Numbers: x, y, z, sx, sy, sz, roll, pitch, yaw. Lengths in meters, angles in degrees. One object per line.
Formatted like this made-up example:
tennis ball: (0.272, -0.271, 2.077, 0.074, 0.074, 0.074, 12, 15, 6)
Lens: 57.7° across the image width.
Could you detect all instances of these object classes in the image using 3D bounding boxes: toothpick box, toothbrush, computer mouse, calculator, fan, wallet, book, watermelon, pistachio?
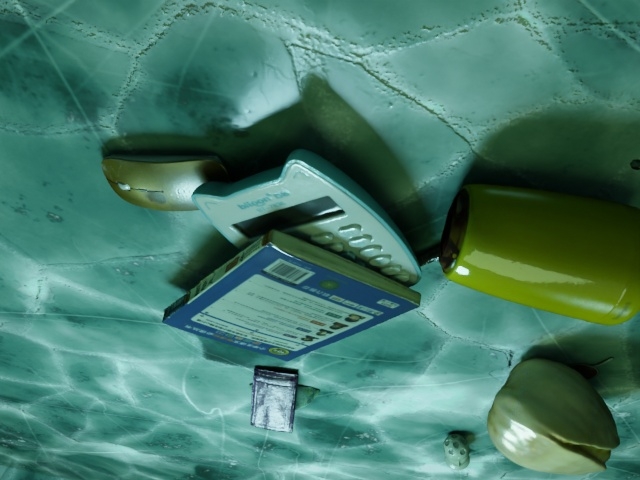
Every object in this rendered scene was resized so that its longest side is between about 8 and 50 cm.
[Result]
toothpick box: (0.308, 0.011, 0.825, 0.271, 0.175, 0.175, 12, 142, -1)
toothbrush: (0.127, 0.055, 1.023, 0.297, 0.030, 0.030, -26, 121, 36)
computer mouse: (-0.237, -0.090, 0.886, 0.199, 0.044, 0.102, 2, 139, 6)
calculator: (0.000, 0.000, 0.915, 0.256, 0.054, 0.386, -15, 139, 31)
fan: (0.573, 0.276, 1.247, 0.085, 0.005, 0.133, 25, 139, -19)
wallet: (-0.115, 0.391, 1.421, 0.111, 0.030, 0.165, 5, 106, 0)
book: (-0.071, 0.124, 1.049, 0.300, 0.039, 0.428, 24, 146, -27)
watermelon: (-0.092, 0.405, 1.488, 0.180, 0.081, 0.094, -3, 167, 21)
pistachio: (0.483, 0.374, 1.213, 0.321, 0.238, 0.229, 27, 98, -32)

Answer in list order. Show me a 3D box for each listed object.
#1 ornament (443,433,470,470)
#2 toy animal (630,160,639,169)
ornament: (0.382, 0.596, 1.625, 0.075, 0.081, 0.156, -6, 144, 9)
toy animal: (0.448, -0.162, 0.678, 0.079, 0.070, 0.253, 33, 164, 25)
